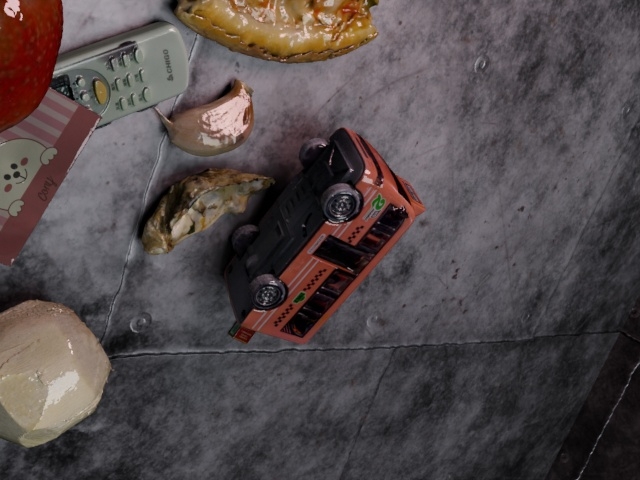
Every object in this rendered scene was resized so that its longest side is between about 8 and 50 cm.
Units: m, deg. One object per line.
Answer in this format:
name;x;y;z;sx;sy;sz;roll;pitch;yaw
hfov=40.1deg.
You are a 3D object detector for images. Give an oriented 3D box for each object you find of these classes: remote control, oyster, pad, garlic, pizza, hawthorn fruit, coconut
remote control;-0.356;-0.264;1.469;0.296;0.056;0.140;-26;134;-25
oyster;-0.218;-0.074;1.715;0.294;0.094;0.166;-23;148;-44
pad;-0.501;-0.113;1.395;0.202;0.005;0.300;29;95;-47
garlic;-0.214;-0.218;1.620;0.198;0.090;0.129;-18;113;-24
pizza;-0.021;-0.465;1.610;0.435;0.080;0.392;-47;139;-1
hawthorn fruit;-0.497;-0.265;1.197;0.284;0.285;0.369;-24;145;-28
coconut;-0.513;0.240;1.538;0.247;0.245;0.245;-35;136;-27

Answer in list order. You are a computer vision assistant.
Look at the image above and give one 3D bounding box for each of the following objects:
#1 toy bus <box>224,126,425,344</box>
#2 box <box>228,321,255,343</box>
toy bus;0.000;0.000;1.769;0.233;0.203;0.427;26;115;-33
box;-0.164;0.190;1.974;0.082;0.023;0.051;-54;139;3
